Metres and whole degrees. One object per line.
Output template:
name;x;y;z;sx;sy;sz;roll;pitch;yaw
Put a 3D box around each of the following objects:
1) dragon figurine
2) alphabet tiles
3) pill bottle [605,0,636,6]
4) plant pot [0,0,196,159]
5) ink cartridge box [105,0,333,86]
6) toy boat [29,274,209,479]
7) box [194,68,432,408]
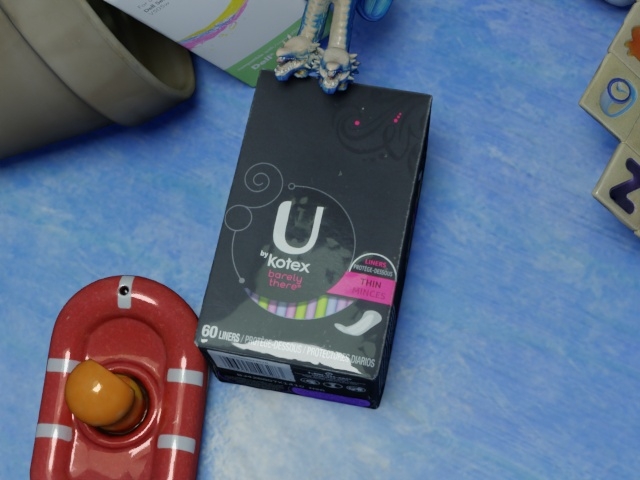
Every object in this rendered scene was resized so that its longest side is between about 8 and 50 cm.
dragon figurine;0.029;-0.257;1.077;0.085;0.144;0.289;17;49;6
alphabet tiles;0.385;-0.132;1.095;0.285;0.011;0.342;37;75;-20
pill bottle;0.213;-0.411;1.179;0.363;0.210;0.210;37;77;15
plant pot;-0.319;-0.201;1.114;0.280;0.323;0.323;-30;71;10
ink cartridge box;-0.135;-0.296;1.078;0.119;0.353;0.207;-32;71;16
toy boat;-0.183;0.140;1.046;0.151;0.151;0.231;3;71;4
box;0.000;0.000;1.086;0.165;0.143;0.270;9;71;6
